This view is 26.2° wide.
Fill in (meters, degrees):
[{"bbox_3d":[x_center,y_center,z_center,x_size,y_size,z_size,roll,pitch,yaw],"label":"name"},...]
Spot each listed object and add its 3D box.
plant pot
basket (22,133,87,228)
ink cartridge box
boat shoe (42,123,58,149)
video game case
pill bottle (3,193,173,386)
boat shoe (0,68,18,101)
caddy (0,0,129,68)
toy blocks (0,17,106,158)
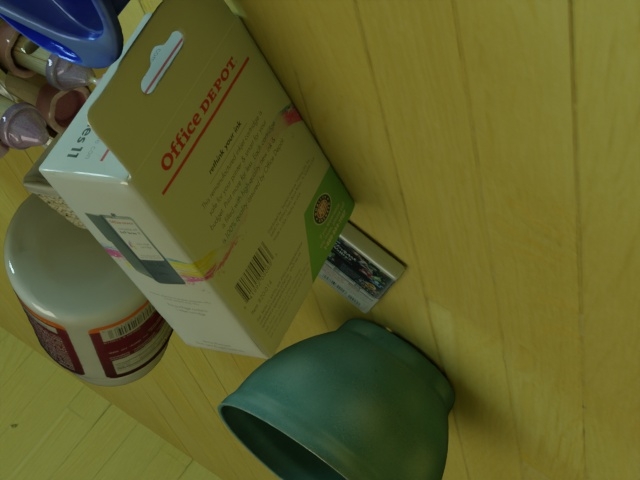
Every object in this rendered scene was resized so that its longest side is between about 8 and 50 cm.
[{"bbox_3d":[0.046,0.224,1.722,0.293,0.196,0.293,35,161,14],"label":"plant pot"},{"bbox_3d":[-0.291,-0.081,1.775,0.103,0.113,0.167,44,161,-29],"label":"basket"},{"bbox_3d":[-0.122,-0.072,1.296,0.119,0.207,0.353,8,146,35],"label":"ink cartridge box"},{"bbox_3d":[-0.394,-0.161,1.910,0.100,0.035,0.035,40,135,7],"label":"boat shoe"},{"bbox_3d":[0.000,0.000,1.557,0.190,0.022,0.173,39,162,3],"label":"video game case"},{"bbox_3d":[-0.327,0.075,2.034,0.224,0.224,0.392,35,161,10],"label":"pill bottle"},{"bbox_3d":[-0.484,-0.219,1.882,0.184,0.063,0.066,28,159,30],"label":"boat shoe"},{"bbox_3d":[-0.267,-0.289,1.111,0.341,0.179,0.241,44,162,-9],"label":"caddy"},{"bbox_3d":[-0.404,-0.153,1.548,0.260,0.288,0.309,29,157,37],"label":"toy blocks"}]
